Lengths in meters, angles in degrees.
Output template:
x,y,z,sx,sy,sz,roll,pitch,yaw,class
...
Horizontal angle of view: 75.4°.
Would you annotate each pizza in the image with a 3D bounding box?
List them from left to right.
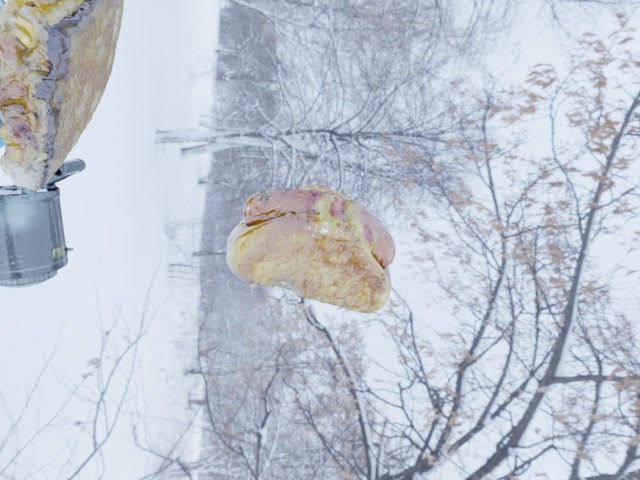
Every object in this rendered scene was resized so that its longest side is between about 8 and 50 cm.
x,y,z,sx,sy,sz,roll,pitch,yaw,class
-0.403,-0.271,0.639,0.278,0.113,0.409,-129,-120,-74,pizza

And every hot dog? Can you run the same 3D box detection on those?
x,y,z,sx,sy,sz,roll,pitch,yaw,class
0.000,0.000,0.612,0.150,0.256,0.153,-101,-150,-69,hot dog

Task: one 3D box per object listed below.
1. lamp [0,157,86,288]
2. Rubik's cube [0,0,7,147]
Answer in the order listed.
x,y,z,sx,sy,sz,roll,pitch,yaw,class
-0.750,-0.021,1.045,0.205,0.373,0.272,-133,-156,-69,lamp
-0.674,-0.333,0.754,0.256,0.253,0.259,52,-21,0,Rubik's cube
